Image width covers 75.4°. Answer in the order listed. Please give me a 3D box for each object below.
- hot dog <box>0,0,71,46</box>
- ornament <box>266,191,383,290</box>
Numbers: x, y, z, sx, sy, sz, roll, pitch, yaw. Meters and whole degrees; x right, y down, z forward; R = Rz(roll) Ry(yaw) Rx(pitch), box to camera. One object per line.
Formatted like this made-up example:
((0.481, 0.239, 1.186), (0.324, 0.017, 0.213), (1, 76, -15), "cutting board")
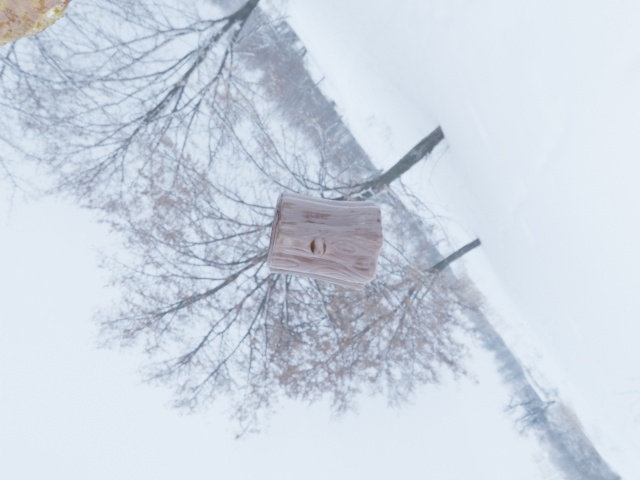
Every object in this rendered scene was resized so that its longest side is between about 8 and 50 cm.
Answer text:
((-0.351, -0.296, 0.426), (0.150, 0.256, 0.153), (49, 178, 17), "hot dog")
((0.000, 0.000, 0.908), (0.217, 0.221, 0.235), (9, -136, -8), "ornament")
